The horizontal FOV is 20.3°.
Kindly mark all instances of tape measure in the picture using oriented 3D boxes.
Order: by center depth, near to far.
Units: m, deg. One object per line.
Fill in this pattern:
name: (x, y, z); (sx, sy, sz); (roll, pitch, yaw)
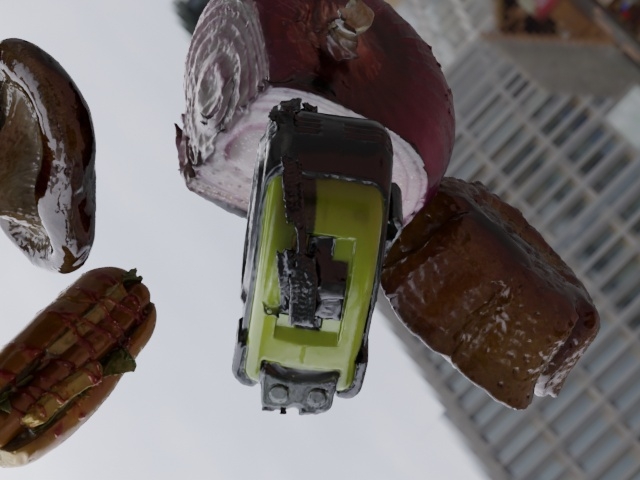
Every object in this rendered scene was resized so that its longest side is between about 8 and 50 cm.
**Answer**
tape measure: (0.000, 0.000, 1.271); (0.112, 0.186, 0.199); (5, -143, -4)

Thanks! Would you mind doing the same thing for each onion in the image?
onion: (0.003, -0.138, 1.661); (0.256, 0.272, 0.230); (44, -144, -31)

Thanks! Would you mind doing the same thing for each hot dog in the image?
hot dog: (-0.232, 0.113, 1.617); (0.104, 0.076, 0.250); (52, -135, -7)

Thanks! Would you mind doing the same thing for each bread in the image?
bread: (0.157, 0.045, 1.743); (0.246, 0.135, 0.232); (47, -163, 16)

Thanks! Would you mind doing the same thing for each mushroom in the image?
mushroom: (-0.298, -0.045, 1.524); (0.148, 0.227, 0.217); (22, -144, 40)
